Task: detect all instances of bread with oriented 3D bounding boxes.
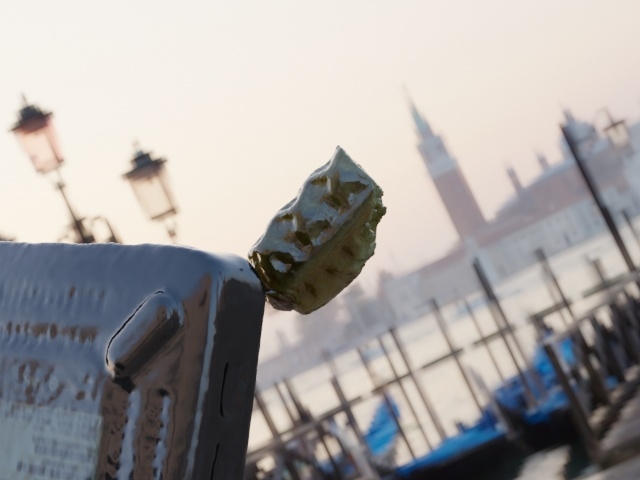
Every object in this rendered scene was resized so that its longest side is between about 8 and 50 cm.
[{"bbox_3d":[0.000,0.000,0.988,0.110,0.066,0.060,-49,17,7],"label":"bread"}]

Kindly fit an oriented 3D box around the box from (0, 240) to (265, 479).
[{"bbox_3d":[-0.164,0.140,0.987,0.290,0.288,0.073,3,-7,42],"label":"box"}]
